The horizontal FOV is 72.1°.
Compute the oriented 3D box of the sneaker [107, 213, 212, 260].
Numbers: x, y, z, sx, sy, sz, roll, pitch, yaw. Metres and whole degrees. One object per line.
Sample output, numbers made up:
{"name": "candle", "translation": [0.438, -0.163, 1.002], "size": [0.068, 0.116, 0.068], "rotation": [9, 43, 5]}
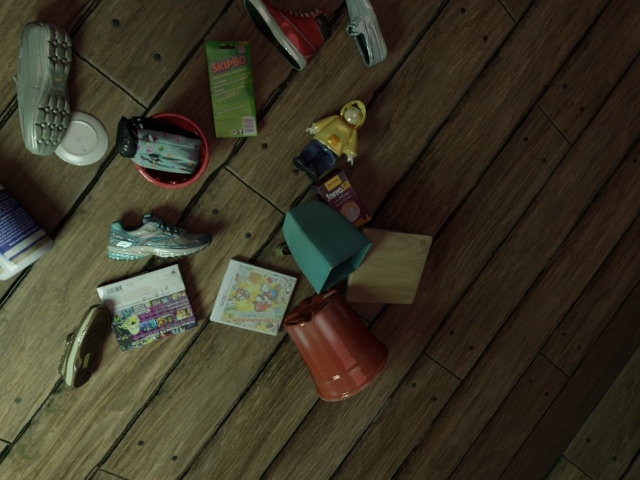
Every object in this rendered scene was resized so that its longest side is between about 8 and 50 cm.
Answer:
{"name": "sneaker", "translation": [-0.452, -0.014, 1.242], "size": [0.282, 0.110, 0.122], "rotation": [-5, 99, -18]}

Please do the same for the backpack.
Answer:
{"name": "backpack", "translation": [-0.374, -0.221, 1.029], "size": [0.182, 0.152, 0.115], "rotation": [8, 105, -34]}

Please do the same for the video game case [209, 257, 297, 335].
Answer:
{"name": "video game case", "translation": [-0.212, 0.184, 1.407], "size": [0.226, 0.026, 0.206], "rotation": [18, 95, -21]}

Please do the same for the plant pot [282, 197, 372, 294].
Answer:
{"name": "plant pot", "translation": [0.000, 0.000, 1.320], "size": [0.165, 0.166, 0.234], "rotation": [-31, 70, -30]}

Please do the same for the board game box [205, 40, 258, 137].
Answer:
{"name": "board game box", "translation": [-0.254, -0.430, 1.259], "size": [0.124, 0.039, 0.260], "rotation": [-8, 106, -18]}

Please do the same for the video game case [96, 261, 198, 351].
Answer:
{"name": "video game case", "translation": [-0.506, 0.195, 1.301], "size": [0.232, 0.042, 0.210], "rotation": [-18, 106, -14]}

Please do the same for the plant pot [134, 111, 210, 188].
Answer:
{"name": "plant pot", "translation": [-0.398, -0.239, 1.175], "size": [0.191, 0.174, 0.191], "rotation": [-4, 102, -18]}

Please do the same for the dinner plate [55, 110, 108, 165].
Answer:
{"name": "dinner plate", "translation": [-0.644, -0.271, 1.171], "size": [0.141, 0.017, 0.141], "rotation": [-4, 104, -18]}

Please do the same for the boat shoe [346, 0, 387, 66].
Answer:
{"name": "boat shoe", "translation": [0.124, -0.635, 1.319], "size": [0.081, 0.079, 0.228], "rotation": [-36, 113, -13]}

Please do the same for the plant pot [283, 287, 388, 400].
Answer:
{"name": "plant pot", "translation": [0.035, 0.314, 1.406], "size": [0.272, 0.272, 0.265], "rotation": [-34, 102, -9]}

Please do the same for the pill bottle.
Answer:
{"name": "pill bottle", "translation": [-0.815, -0.045, 1.087], "size": [0.153, 0.153, 0.265], "rotation": [-36, 110, -8]}

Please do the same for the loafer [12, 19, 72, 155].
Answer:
{"name": "loafer", "translation": [-0.696, -0.375, 1.093], "size": [0.111, 0.112, 0.320], "rotation": [13, 97, 16]}

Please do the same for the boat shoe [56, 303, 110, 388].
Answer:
{"name": "boat shoe", "translation": [-0.677, 0.285, 1.231], "size": [0.095, 0.095, 0.258], "rotation": [27, 98, 17]}

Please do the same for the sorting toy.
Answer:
{"name": "sorting toy", "translation": [0.214, 0.077, 1.480], "size": [0.257, 0.089, 0.256], "rotation": [5, 110, -21]}

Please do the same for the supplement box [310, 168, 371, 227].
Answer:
{"name": "supplement box", "translation": [0.066, -0.122, 1.407], "size": [0.104, 0.081, 0.188], "rotation": [-36, 110, -8]}

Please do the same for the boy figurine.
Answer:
{"name": "boy figurine", "translation": [0.049, -0.308, 1.345], "size": [0.177, 0.092, 0.285], "rotation": [42, 83, 2]}

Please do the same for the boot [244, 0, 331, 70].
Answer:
{"name": "boot", "translation": [-0.083, -0.639, 1.248], "size": [0.244, 0.088, 0.176], "rotation": [41, 86, -30]}

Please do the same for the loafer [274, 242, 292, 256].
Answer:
{"name": "loafer", "translation": [-0.072, 0.021, 1.407], "size": [0.148, 0.050, 0.056], "rotation": [-23, 108, -13]}
